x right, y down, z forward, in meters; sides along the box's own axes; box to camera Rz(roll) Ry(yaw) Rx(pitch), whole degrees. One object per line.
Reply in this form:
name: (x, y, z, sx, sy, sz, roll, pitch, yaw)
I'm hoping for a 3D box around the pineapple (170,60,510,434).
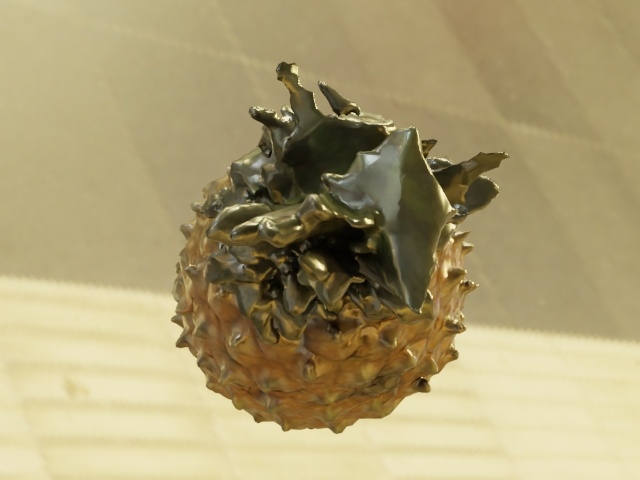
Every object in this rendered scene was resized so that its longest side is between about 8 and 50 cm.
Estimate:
pineapple: (0.000, 0.000, 0.947, 0.169, 0.169, 0.340, 54, -6, 11)
